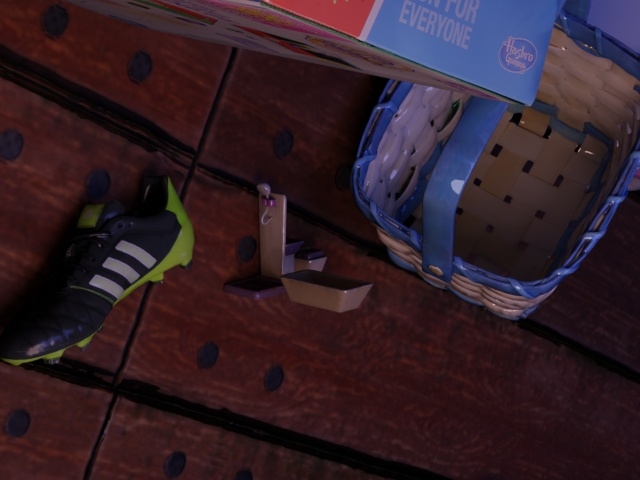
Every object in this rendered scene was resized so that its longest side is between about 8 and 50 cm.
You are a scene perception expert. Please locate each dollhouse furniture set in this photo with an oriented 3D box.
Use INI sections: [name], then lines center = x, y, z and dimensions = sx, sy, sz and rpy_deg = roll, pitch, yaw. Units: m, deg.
[dollhouse furniture set]
center = 0.000, 0.000, 1.246
dimensions = 0.091, 0.114, 0.081
rpy_deg = -13, 108, -46

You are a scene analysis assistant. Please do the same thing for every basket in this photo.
[basket]
center = 0.138, -0.077, 1.291
dimensions = 0.255, 0.201, 0.289
rpy_deg = -58, 170, -21

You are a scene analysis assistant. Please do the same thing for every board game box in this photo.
[board game box]
center = -0.065, -0.153, 0.945
dimensions = 0.242, 0.316, 0.064
rpy_deg = 13, 93, -53

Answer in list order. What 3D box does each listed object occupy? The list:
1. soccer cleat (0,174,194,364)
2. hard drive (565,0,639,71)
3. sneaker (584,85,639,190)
[soccer cleat]
center = -0.150, 0.018, 1.117
dimensions = 0.179, 0.060, 0.072
rpy_deg = -40, 122, -44
[hard drive]
center = 0.308, -0.254, 1.594
dimensions = 0.307, 0.040, 0.203
rpy_deg = -19, 117, -46
[sneaker]
center = 0.304, -0.101, 1.609
dimensions = 0.252, 0.111, 0.103
rpy_deg = 15, 52, -69
